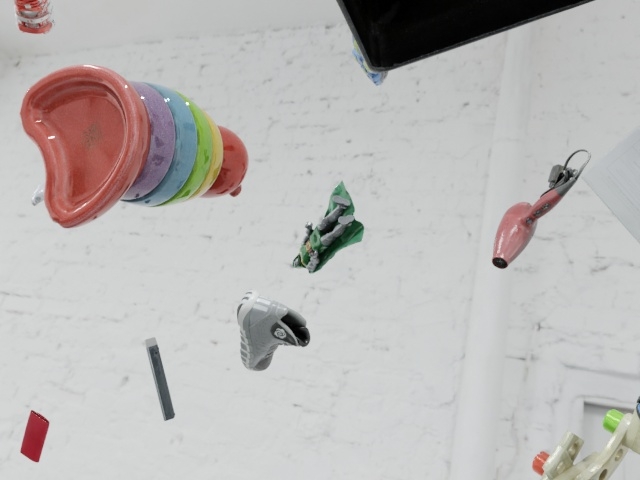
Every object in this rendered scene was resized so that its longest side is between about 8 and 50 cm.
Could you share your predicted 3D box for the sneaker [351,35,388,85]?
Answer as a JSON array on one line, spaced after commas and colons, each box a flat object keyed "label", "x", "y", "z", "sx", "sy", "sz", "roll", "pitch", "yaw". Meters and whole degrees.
[{"label": "sneaker", "x": 0.086, "y": -0.263, "z": 0.746, "sx": 0.067, "sy": 0.078, "sz": 0.188, "roll": 53, "pitch": 5, "yaw": -1}]

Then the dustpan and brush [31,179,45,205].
[{"label": "dustpan and brush", "x": -0.461, "y": -0.131, "z": 0.990, "sx": 0.060, "sy": 0.211, "sz": 0.147, "roll": -8, "pitch": -49, "yaw": 0}]

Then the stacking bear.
[{"label": "stacking bear", "x": -0.202, "y": -0.116, "z": 0.728, "sx": 0.164, "sy": 0.175, "sz": 0.289, "roll": -23, "pitch": -9, "yaw": 22}]

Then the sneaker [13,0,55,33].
[{"label": "sneaker", "x": -0.609, "y": -0.510, "z": 1.164, "sx": 0.090, "sy": 0.145, "sz": 0.270, "roll": -4, "pitch": 25, "yaw": -21}]

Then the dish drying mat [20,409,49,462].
[{"label": "dish drying mat", "x": -0.381, "y": 0.262, "z": 0.735, "sx": 0.032, "sy": 0.008, "sz": 0.083, "roll": 31, "pitch": -64, "yaw": 9}]

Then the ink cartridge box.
[{"label": "ink cartridge box", "x": 0.365, "y": -0.089, "z": 0.504, "sx": 0.062, "sy": 0.109, "sz": 0.209, "roll": 2, "pitch": -40, "yaw": -42}]

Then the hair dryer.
[{"label": "hair dryer", "x": 0.459, "y": -0.068, "z": 1.205, "sx": 0.080, "sy": 0.294, "sz": 0.223, "roll": 32, "pitch": 5, "yaw": 12}]

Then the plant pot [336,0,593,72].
[{"label": "plant pot", "x": 0.086, "y": -0.259, "z": 0.367, "sx": 0.188, "sy": 0.167, "sz": 0.187, "roll": -13, "pitch": -22, "yaw": 18}]

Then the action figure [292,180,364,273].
[{"label": "action figure", "x": 0.000, "y": 0.000, "z": 1.120, "sx": 0.063, "sy": 0.137, "sz": 0.232, "roll": 4, "pitch": -33, "yaw": -26}]

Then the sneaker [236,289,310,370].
[{"label": "sneaker", "x": -0.083, "y": 0.197, "z": 1.064, "sx": 0.132, "sy": 0.086, "sz": 0.229, "roll": 14, "pitch": -41, "yaw": 15}]

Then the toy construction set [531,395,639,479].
[{"label": "toy construction set", "x": 0.407, "y": 0.289, "z": 0.594, "sx": 0.327, "sy": 0.215, "sz": 0.151, "roll": 21, "pitch": 7, "yaw": 39}]

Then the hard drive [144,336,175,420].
[{"label": "hard drive", "x": -0.293, "y": 0.250, "z": 1.003, "sx": 0.022, "sy": 0.135, "sz": 0.094, "roll": -14, "pitch": 4, "yaw": -19}]
